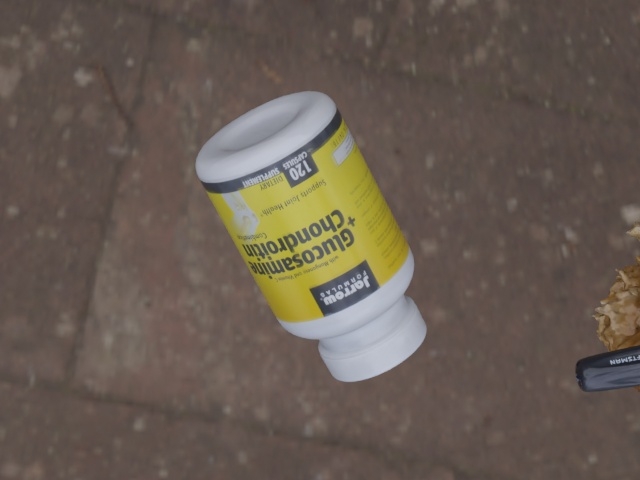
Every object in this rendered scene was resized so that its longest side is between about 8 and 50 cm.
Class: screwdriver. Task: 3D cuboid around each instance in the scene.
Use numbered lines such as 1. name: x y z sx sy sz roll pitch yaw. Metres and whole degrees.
1. screwdriver: 0.224 0.062 0.991 0.170 0.025 0.024 -8 117 -2

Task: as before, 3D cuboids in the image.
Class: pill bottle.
1. pill bottle: 0.000 0.000 1.204 0.103 0.103 0.184 -23 111 14

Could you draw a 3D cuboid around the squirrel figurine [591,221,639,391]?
1. squirrel figurine: 0.350 0.165 1.296 0.281 0.370 0.397 -9 105 13
